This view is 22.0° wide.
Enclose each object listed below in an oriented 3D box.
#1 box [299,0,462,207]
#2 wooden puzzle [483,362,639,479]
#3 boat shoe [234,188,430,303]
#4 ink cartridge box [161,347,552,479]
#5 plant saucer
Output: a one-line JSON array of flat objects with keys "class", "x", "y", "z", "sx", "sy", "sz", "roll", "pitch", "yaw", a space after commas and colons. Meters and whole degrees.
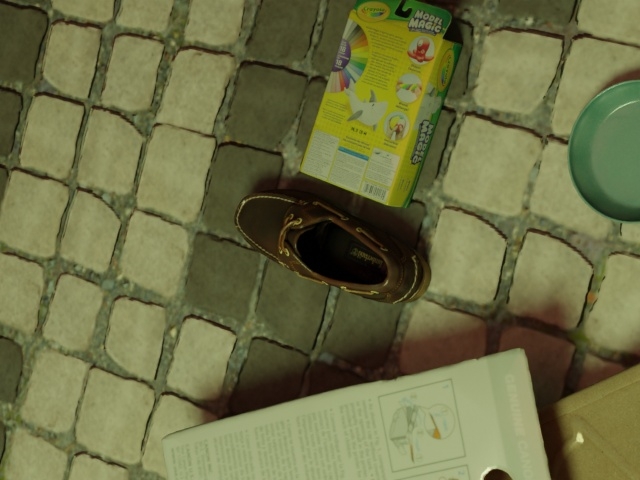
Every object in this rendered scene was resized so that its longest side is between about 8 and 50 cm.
[{"class": "box", "x": 0.056, "y": -0.130, "z": 1.478, "sx": 0.105, "sy": 0.043, "sz": 0.179, "roll": 23, "pitch": 100, "yaw": 31}, {"class": "wooden puzzle", "x": 0.299, "y": 0.248, "z": 1.255, "sx": 0.348, "sy": 0.080, "sz": 0.322, "roll": -30, "pitch": 70, "yaw": 37}, {"class": "boat shoe", "x": 0.000, "y": 0.000, "z": 1.485, "sx": 0.207, "sy": 0.073, "sz": 0.073, "roll": 19, "pitch": 97, "yaw": 33}, {"class": "ink cartridge box", "x": 0.053, "y": 0.279, "z": 1.410, "sx": 0.385, "sy": 0.091, "sz": 0.308, "roll": -18, "pitch": 76, "yaw": 32}, {"class": "plant saucer", "x": 0.262, "y": -0.072, "z": 1.358, "sx": 0.119, "sy": 0.021, "sz": 0.119, "roll": -3, "pitch": 84, "yaw": 31}]
